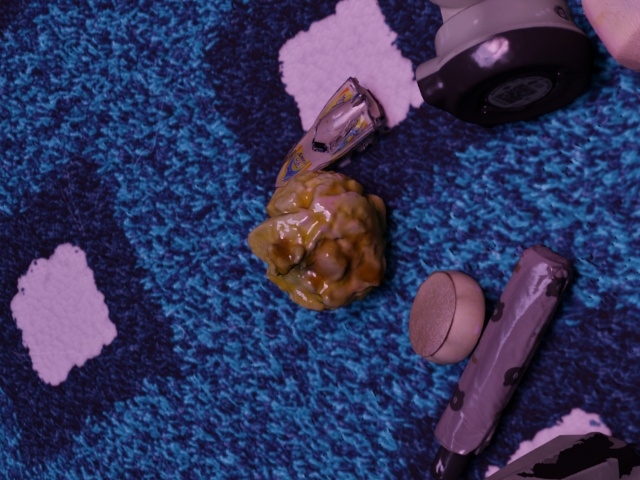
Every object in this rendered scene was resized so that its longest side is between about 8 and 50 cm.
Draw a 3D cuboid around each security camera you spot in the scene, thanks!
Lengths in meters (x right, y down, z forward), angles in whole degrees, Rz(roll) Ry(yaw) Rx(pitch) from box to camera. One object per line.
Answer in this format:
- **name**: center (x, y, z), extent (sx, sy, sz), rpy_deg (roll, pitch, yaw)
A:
- **security camera**: center (0.215, -0.300, 1.810), extent (0.191, 0.197, 0.277), rpy_deg (-26, 65, 33)

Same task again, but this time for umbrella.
- **umbrella**: center (0.222, 0.162, 1.857), extent (0.073, 0.067, 0.337), rpy_deg (41, 113, 42)

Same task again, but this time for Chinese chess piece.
- **Chinese chess piece**: center (0.162, 0.098, 1.884), extent (0.122, 0.051, 0.122), rpy_deg (-41, 41, 51)

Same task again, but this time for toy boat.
- **toy boat**: center (0.008, -0.133, 2.025), extent (0.210, 0.066, 0.084), rpy_deg (-42, 64, 29)

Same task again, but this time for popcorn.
- **popcorn**: center (-0.001, 0.000, 1.957), extent (0.167, 0.185, 0.187), rpy_deg (-4, 64, 24)

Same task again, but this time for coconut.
- **coconut**: center (0.394, -0.271, 1.676), extent (0.171, 0.171, 0.183), rpy_deg (-46, 60, 27)

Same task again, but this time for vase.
- **vase**: center (0.243, 0.304, 1.653), extent (0.165, 0.360, 0.165), rpy_deg (-1, 88, 37)
